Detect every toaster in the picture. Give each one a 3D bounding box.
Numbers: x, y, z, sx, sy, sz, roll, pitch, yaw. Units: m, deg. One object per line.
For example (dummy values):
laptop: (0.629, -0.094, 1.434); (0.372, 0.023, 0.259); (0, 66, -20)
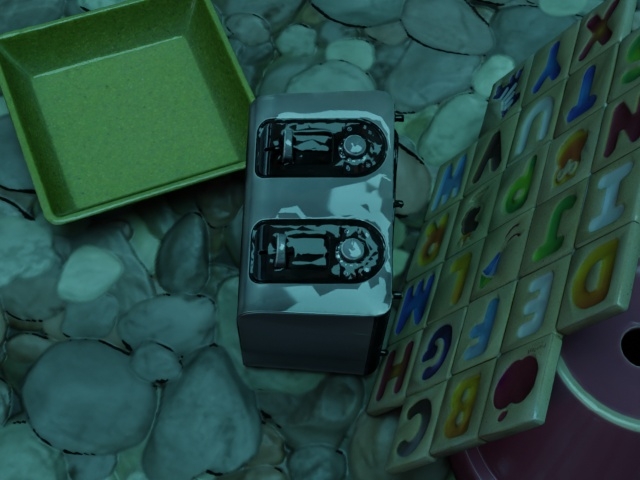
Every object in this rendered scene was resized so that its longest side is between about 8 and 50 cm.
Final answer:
toaster: (0.000, 0.000, 0.893); (0.110, 0.186, 0.168); (3, 69, 0)

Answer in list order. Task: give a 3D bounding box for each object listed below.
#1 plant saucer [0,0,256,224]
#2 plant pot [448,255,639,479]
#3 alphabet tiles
plant saucer: (-0.153, -0.104, 1.003); (0.188, 0.045, 0.188); (-18, 64, -14)
plant pot: (0.195, 0.102, 0.840); (0.201, 0.180, 0.201); (2, 61, -4)
alphabet tiles: (0.133, -0.011, 0.849); (0.011, 0.285, 0.343); (28, 60, -17)
